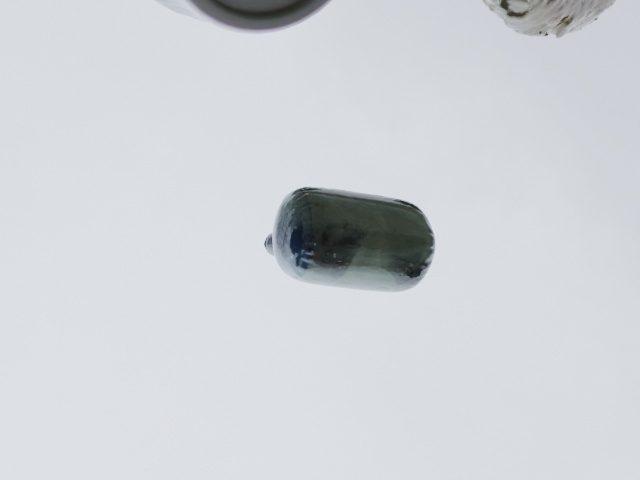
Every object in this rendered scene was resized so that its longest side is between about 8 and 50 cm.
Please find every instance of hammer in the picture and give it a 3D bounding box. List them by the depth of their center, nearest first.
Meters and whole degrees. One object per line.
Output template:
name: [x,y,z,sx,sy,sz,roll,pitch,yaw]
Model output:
hammer: [0.000,0.000,1.257,0.116,0.194,0.070,6,-92,-22]

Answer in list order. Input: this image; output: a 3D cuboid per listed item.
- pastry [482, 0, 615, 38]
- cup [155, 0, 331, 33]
pastry: [0.282,-0.361,1.832,0.329,0.330,0.136,-30,-119,-34]
cup: [-0.117,-0.354,1.640,0.253,0.253,0.371,-6,-154,-25]
